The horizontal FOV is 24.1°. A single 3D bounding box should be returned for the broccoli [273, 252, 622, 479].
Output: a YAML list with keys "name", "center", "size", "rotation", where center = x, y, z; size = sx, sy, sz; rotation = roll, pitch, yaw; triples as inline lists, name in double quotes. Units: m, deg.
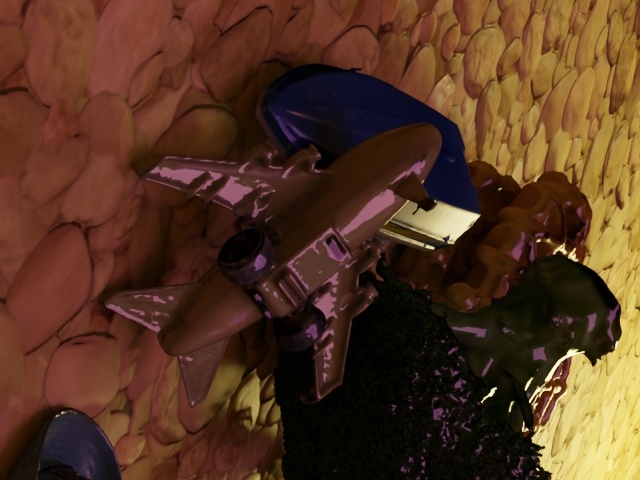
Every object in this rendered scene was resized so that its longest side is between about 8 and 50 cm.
- name: "broccoli"
  center: [0.096, 0.117, 1.235]
  size: [0.297, 0.297, 0.297]
  rotation: [-34, 141, -25]

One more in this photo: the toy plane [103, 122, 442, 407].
- name: "toy plane"
  center: [-0.017, 0.004, 1.049]
  size: [0.256, 0.104, 0.242]
  rotation: [-33, 122, 4]

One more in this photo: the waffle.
- name: "waffle"
  center: [0.173, 0.086, 1.542]
  size: [0.261, 0.151, 0.324]
  rotation: [-39, 143, -42]

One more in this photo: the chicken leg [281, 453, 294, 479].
- name: "chicken leg"
  center: [-0.060, 0.341, 1.268]
  size: [0.361, 0.140, 0.211]
  rotation: [-34, 130, -46]

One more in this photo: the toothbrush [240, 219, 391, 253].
- name: "toothbrush"
  center: [0.000, 0.000, 1.268]
  size: [0.025, 0.019, 0.276]
  rotation: [-65, 156, 9]

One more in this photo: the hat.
- name: "hat"
  center: [-0.176, 0.213, 1.002]
  size: [0.138, 0.078, 0.191]
  rotation: [27, 85, -63]

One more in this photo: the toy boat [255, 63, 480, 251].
- name: "toy boat"
  center: [0.027, -0.072, 1.181]
  size: [0.295, 0.088, 0.129]
  rotation: [17, 57, -61]
